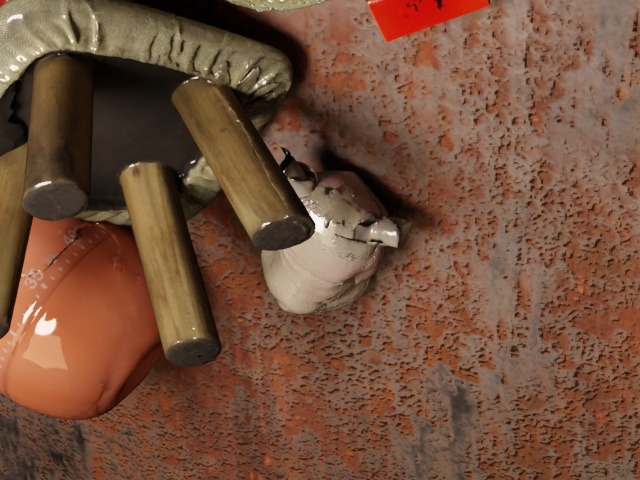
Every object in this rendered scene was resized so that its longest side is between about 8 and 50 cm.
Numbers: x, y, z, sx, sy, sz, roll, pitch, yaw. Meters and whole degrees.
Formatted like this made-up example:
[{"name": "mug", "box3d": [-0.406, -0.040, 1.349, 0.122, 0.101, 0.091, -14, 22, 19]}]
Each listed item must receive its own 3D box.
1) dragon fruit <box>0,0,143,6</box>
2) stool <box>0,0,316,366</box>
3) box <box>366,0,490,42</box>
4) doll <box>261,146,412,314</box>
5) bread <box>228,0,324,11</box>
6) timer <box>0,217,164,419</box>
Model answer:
[{"name": "dragon fruit", "box3d": [-0.226, -0.231, 1.473, 0.192, 0.122, 0.092, 42, 120, -7]}, {"name": "stool", "box3d": [-0.193, -0.045, 1.446, 0.310, 0.226, 0.310, 9, 143, -27]}, {"name": "box", "box3d": [0.071, -0.252, 1.309, 0.100, 0.048, 0.152, -16, 125, 20]}, {"name": "doll", "box3d": [0.000, 0.000, 1.559, 0.149, 0.095, 0.192, 31, 138, 5]}, {"name": "bread", "box3d": [-0.069, -0.318, 1.362, 0.267, 0.040, 0.267, 16, 133, 17]}, {"name": "timer", "box3d": [-0.274, 0.073, 1.676, 0.215, 0.229, 0.229, 39, 136, 6]}]
